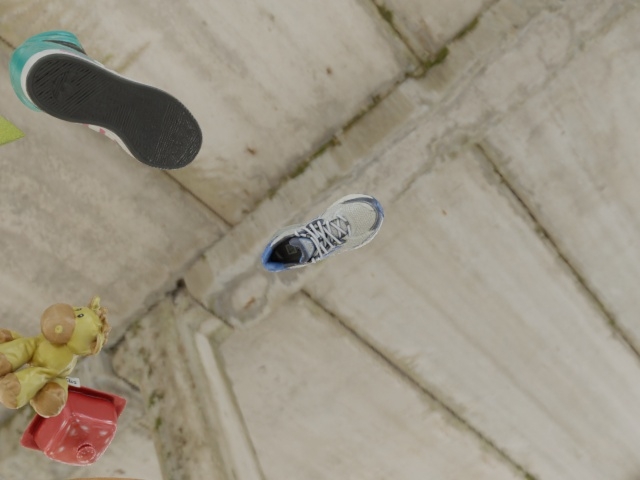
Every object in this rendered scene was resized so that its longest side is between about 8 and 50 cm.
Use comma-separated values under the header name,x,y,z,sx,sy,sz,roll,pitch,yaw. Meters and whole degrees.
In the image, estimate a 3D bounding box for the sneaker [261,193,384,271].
name,x,y,z,sx,sy,sz,roll,pitch,yaw
sneaker,0.000,0.000,0.832,0.135,0.058,0.052,-27,-84,27

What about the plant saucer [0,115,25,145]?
name,x,y,z,sx,sy,sz,roll,pitch,yaw
plant saucer,-0.400,-0.087,0.810,0.188,0.188,0.045,-12,-76,4

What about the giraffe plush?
name,x,y,z,sx,sy,sz,roll,pitch,yaw
giraffe plush,-0.435,0.177,1.452,0.170,0.181,0.210,-44,-26,17

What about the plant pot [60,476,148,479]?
name,x,y,z,sx,sy,sz,roll,pitch,yaw
plant pot,-0.351,0.494,1.372,0.291,0.203,0.291,-3,-24,-1

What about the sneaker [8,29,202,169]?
name,x,y,z,sx,sy,sz,roll,pitch,yaw
sneaker,-0.317,-0.201,1.225,0.295,0.178,0.123,27,-83,-48

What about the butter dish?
name,x,y,z,sx,sy,sz,roll,pitch,yaw
butter dish,-0.451,0.366,1.623,0.160,0.118,0.160,26,-77,-39
